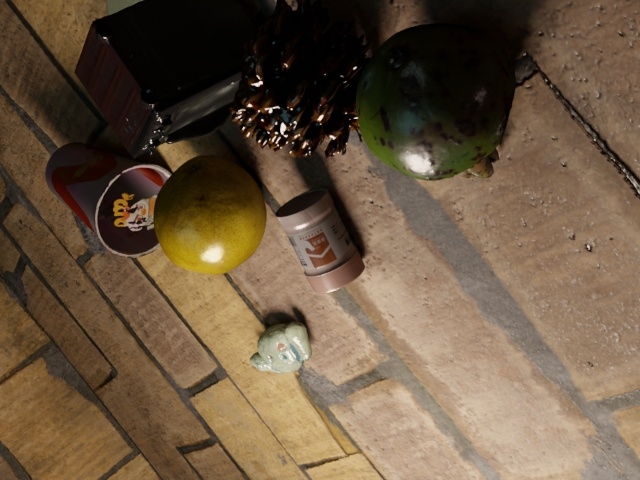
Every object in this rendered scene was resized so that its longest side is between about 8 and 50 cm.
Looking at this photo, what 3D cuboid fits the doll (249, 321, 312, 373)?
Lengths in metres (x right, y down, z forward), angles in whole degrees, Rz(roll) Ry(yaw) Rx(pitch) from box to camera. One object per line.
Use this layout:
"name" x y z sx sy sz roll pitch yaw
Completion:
"doll" -0.077 0.220 1.868 0.103 0.071 0.214 45 141 -5

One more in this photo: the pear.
"pear" -0.193 -0.049 1.620 0.208 0.209 0.209 32 143 28

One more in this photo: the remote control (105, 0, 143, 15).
"remote control" -0.318 -0.468 1.518 0.123 0.038 0.285 29 140 29

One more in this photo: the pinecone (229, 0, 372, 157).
"pinecone" -0.013 -0.213 1.243 0.221 0.221 0.222 32 143 28

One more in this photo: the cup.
"cup" -0.449 -0.104 1.915 0.288 0.203 0.203 27 141 44

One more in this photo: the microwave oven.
"microwave oven" -0.212 -0.263 1.385 0.188 0.247 0.178 55 151 5

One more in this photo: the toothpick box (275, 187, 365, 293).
"toothpick box" 0.000 0.000 1.525 0.098 0.098 0.149 -3 119 52

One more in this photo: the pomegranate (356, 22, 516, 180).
"pomegranate" 0.150 -0.154 1.130 0.202 0.202 0.248 16 165 42
